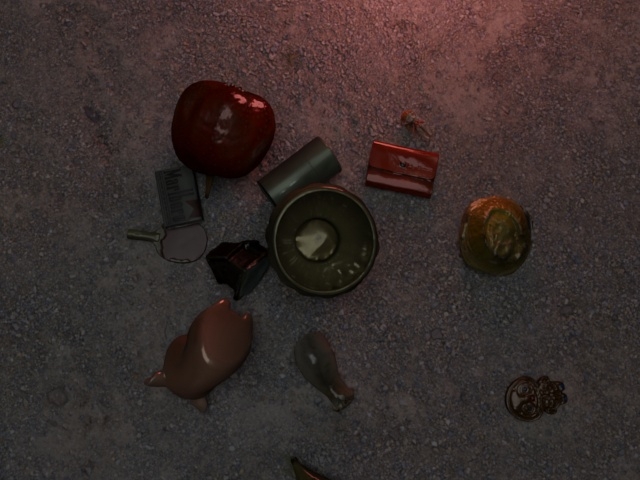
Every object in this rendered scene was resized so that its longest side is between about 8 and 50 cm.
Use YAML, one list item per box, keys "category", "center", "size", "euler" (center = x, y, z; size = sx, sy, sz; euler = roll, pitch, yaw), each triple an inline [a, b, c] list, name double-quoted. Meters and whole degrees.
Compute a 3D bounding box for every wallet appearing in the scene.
- category: "wallet"
  center: [0.242, -0.212, 1.776]
  size: [0.204, 0.045, 0.142]
  euler: [12, 80, 1]

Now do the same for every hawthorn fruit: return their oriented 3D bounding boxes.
- category: "hawthorn fruit"
  center: [-0.283, -0.278, 1.692]
  size: [0.287, 0.287, 0.331]
  euler: [17, 96, 3]

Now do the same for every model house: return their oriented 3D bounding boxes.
- category: "model house"
  center: [-0.235, 0.058, 1.713]
  size: [0.152, 0.106, 0.165]
  euler: [33, 46, 16]

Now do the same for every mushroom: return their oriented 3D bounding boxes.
- category: "mushroom"
  center: [0.010, 0.365, 1.655]
  size: [0.116, 0.093, 0.225]
  euler: [-24, 76, -25]

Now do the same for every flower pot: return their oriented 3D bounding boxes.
- category: "flower pot"
  center: [0.000, 0.000, 1.625]
  size: [0.307, 0.244, 0.308]
  euler: [0, 92, -8]

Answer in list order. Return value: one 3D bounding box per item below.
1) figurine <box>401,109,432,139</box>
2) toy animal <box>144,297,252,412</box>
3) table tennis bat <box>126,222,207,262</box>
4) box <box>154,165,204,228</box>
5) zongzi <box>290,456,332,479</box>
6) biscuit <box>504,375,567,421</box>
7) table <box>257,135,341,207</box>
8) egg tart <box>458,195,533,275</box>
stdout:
- category: "figurine"
  center: [0.287, -0.346, 1.800]
  size: [0.109, 0.047, 0.064]
  euler: [42, 75, -3]
- category: "toy animal"
  center: [-0.318, 0.305, 1.611]
  size: [0.195, 0.256, 0.213]
  euler: [32, 39, -20]
- category: "table tennis bat"
  center: [-0.449, -0.003, 1.753]
  size: [0.234, 0.022, 0.131]
  euler: [7, 80, 0]
- category: "box"
  center: [-0.416, -0.131, 1.758]
  size: [0.115, 0.036, 0.178]
  euler: [-13, 76, -6]
- category: "zongzi"
  center: [0.059, 0.673, 1.605]
  size: [0.228, 0.115, 0.256]
  euler: [-19, 70, -7]
- category: "biscuit"
  center: [0.604, 0.439, 1.677]
  size: [0.175, 0.026, 0.124]
  euler: [-12, 81, -2]
- category: "table"
  center: [-0.060, -0.187, 1.730]
  size: [0.220, 0.126, 0.126]
  euler: [-37, 82, -6]
- category: "egg tart"
  center: [0.512, -0.018, 1.724]
  size: [0.232, 0.098, 0.252]
  euler: [42, 79, 3]
